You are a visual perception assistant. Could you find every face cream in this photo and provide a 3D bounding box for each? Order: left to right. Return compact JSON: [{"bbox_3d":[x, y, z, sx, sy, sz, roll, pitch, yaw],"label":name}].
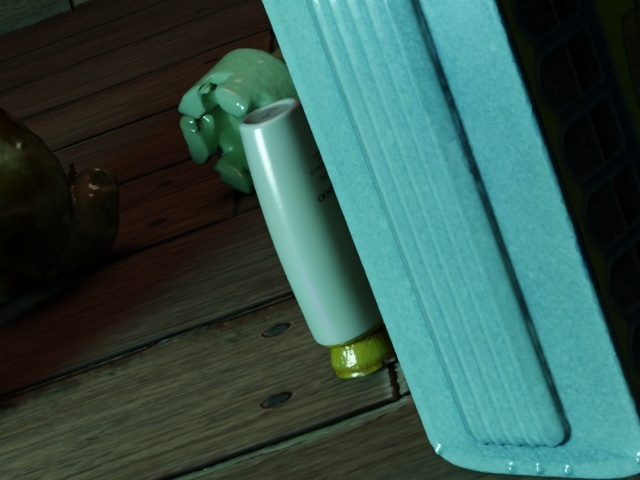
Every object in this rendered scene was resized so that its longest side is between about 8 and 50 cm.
[{"bbox_3d":[0.000,0.000,1.216,0.051,0.182,0.072,-12,19,26],"label":"face cream"}]

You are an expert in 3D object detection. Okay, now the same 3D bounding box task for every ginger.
[{"bbox_3d":[-0.349,-0.010,1.631,0.375,0.256,0.176,-12,22,-20],"label":"ginger"}]

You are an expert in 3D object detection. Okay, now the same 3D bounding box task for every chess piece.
[{"bbox_3d":[0.004,-0.173,1.789,0.195,0.194,0.299,-2,34,47],"label":"chess piece"}]

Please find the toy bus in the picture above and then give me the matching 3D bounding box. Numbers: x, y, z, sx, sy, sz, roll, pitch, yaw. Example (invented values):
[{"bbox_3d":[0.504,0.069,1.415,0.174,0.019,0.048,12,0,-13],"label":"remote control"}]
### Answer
[{"bbox_3d":[0.112,-0.050,1.011,0.152,0.312,0.190,-4,24,45],"label":"toy bus"}]
